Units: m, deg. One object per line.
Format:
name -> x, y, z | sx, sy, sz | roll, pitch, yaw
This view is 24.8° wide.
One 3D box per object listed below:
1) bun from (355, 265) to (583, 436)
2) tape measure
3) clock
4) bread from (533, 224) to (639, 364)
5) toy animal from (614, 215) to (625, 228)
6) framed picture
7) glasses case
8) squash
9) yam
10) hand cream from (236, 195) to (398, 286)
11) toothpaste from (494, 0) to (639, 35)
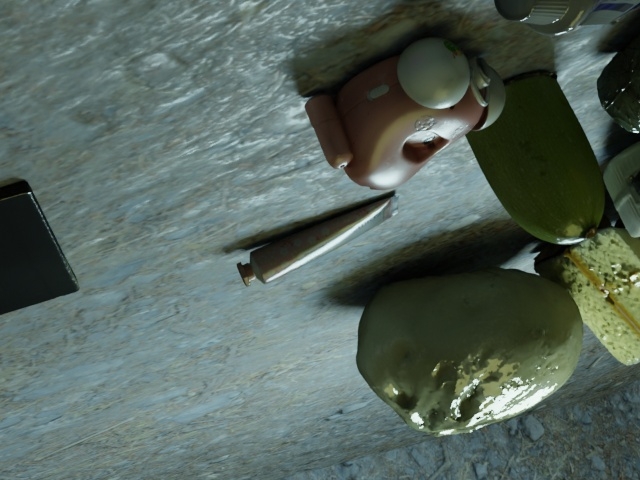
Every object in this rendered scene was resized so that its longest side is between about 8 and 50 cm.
bun -> 0.230, 0.167, 2.165 | 0.326, 0.235, 0.362 | -19, 160, 34
tape measure -> 0.492, -0.115, 1.813 | 0.271, 0.133, 0.231 | -23, 172, 3
clock -> 0.091, -0.119, 1.374 | 0.162, 0.093, 0.166 | -30, 161, 21
bread -> 0.543, 0.023, 2.162 | 0.405, 0.242, 0.345 | -34, 178, -26
toy animal -> 0.511, -0.052, 2.153 | 0.219, 0.069, 0.086 | -35, 140, 25
framed picture -> -0.385, 0.038, 1.457 | 0.255, 0.014, 0.339 | -18, 164, -6
glasses case -> 0.382, 0.004, 2.223 | 0.064, 0.041, 0.170 | -3, 161, -14
squash -> 0.236, -0.077, 1.526 | 0.123, 0.187, 0.123 | -23, 160, -9
yam -> 0.363, -0.186, 1.467 | 0.107, 0.107, 0.183 | -14, 162, -19
hand cream -> 0.000, 0.000, 1.752 | 0.209, 0.043, 0.067 | -24, 160, -5
toothpaste -> 0.243, -0.220, 1.295 | 0.099, 0.069, 0.282 | 6, -167, 37
